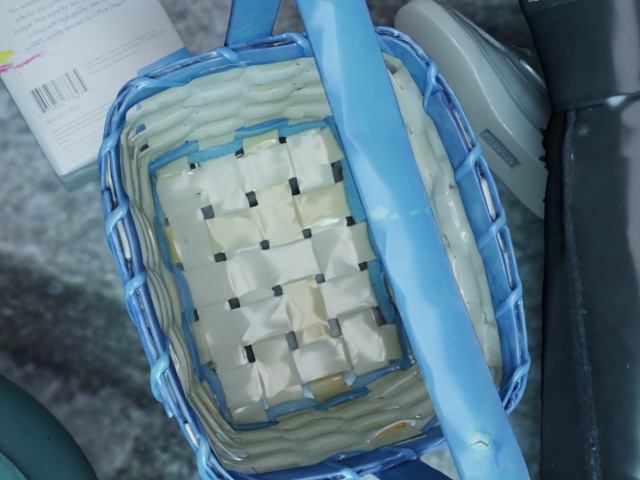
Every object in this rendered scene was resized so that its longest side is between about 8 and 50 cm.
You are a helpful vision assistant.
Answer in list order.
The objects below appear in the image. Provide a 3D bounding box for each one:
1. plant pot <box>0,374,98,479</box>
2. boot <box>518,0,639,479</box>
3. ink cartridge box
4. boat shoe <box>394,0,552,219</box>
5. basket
[{"bbox_3d":[-0.217,0.170,0.395,0.293,0.196,0.292,9,68,-24],"label":"plant pot"},{"bbox_3d":[0.263,0.004,0.560,0.367,0.146,0.444,-9,93,-34],"label":"boot"},{"bbox_3d":[-0.156,-0.136,0.549,0.104,0.061,0.181,-30,91,-12],"label":"ink cartridge box"},{"bbox_3d":[0.127,-0.096,0.599,0.184,0.066,0.063,45,65,-1],"label":"boat shoe"},{"bbox_3d":[0.000,0.000,0.448,0.201,0.289,0.254,-17,90,-9],"label":"basket"}]
